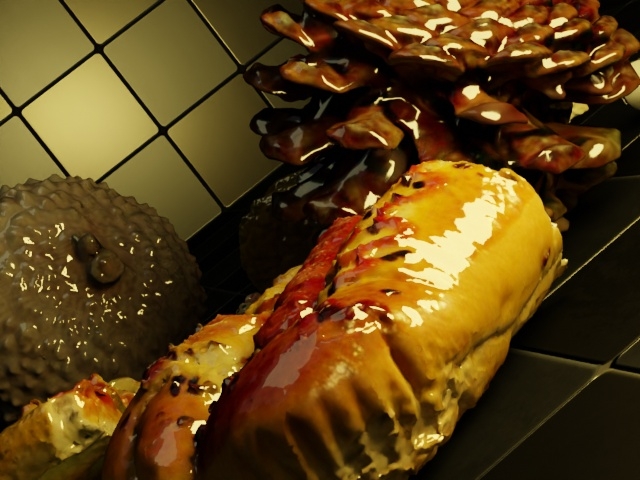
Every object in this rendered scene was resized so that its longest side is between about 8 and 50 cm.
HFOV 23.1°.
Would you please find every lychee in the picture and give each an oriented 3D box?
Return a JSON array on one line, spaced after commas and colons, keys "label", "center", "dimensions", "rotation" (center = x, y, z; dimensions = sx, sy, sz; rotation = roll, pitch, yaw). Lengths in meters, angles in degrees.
[{"label": "lychee", "center": [-0.352, 0.097, 2.192], "dimensions": [0.380, 0.380, 0.432], "rotation": [-42, -3, -30]}]

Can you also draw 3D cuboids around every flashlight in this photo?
[{"label": "flashlight", "center": [-0.103, 0.098, 2.301], "dimensions": [0.052, 0.031, 0.110], "rotation": [-36, 9, 15]}]

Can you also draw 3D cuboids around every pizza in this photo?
[{"label": "pizza", "center": [-0.273, 0.239, 1.708], "dimensions": [0.406, 0.130, 0.440], "rotation": [-25, -17, -51]}]

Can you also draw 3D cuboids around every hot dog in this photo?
[{"label": "hot dog", "center": [-0.008, 0.116, 1.313], "dimensions": [0.367, 0.196, 0.365], "rotation": [-33, 13, 44]}]

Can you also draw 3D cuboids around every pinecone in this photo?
[{"label": "pinecone", "center": [0.109, -0.117, 1.564], "dimensions": [0.397, 0.398, 0.398], "rotation": [-37, 8, 6]}]

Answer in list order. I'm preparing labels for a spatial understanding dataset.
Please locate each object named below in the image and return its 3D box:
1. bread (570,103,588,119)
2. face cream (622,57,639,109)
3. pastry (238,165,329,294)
[{"label": "bread", "center": [0.198, -0.205, 2.067], "dimensions": [0.183, 0.211, 0.224], "rotation": [-44, 13, 4]}, {"label": "face cream", "center": [0.398, -0.171, 1.608], "dimensions": [0.092, 0.058, 0.243], "rotation": [-36, 13, -22]}, {"label": "pastry", "center": [0.000, 0.000, 1.906], "dimensions": [0.188, 0.189, 0.103], "rotation": [-35, 6, 16]}]
